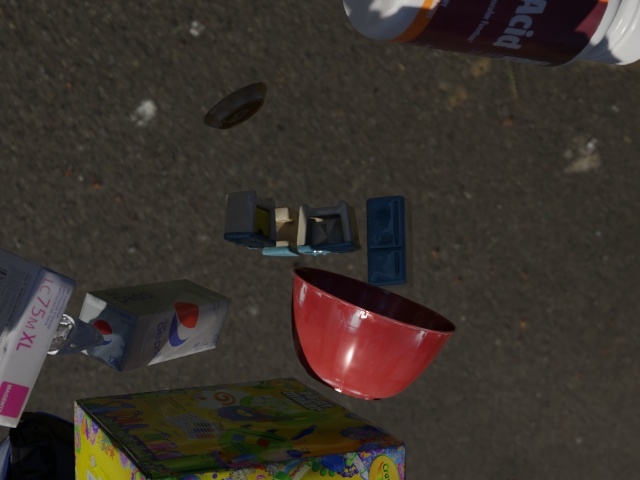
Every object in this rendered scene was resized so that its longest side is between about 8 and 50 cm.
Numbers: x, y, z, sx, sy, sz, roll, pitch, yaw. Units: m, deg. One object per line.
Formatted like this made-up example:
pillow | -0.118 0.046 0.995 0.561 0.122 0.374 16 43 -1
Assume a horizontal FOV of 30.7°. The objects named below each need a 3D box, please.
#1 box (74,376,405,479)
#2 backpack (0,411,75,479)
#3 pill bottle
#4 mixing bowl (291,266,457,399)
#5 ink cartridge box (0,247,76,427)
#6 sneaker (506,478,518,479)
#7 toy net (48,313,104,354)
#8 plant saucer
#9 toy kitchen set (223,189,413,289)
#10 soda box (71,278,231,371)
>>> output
box | -0.097 0.276 1.271 0.279 0.290 0.177 -3 99 -24
backpack | -0.335 0.386 1.489 0.277 0.263 0.213 25 135 -16
pill bottle | 0.245 -0.343 1.499 0.392 0.224 0.224 4 126 -24
mixing bowl | 0.040 0.104 1.212 0.181 0.181 0.098 14 99 -44
ink cartridge box | -0.429 0.094 1.429 0.065 0.311 0.185 27 82 -44
sneaker | 0.198 0.351 1.471 0.083 0.084 0.215 8 154 -6
toy net | -0.413 0.121 1.587 0.232 0.122 0.045 7 128 -6
plant saucer | -0.092 -0.148 1.313 0.083 0.015 0.083 -30 170 -6
toy kitchen set | 0.000 0.000 1.536 0.207 0.122 0.166 -5 169 21
soda box | -0.253 0.125 1.795 0.286 0.098 0.091 -5 116 -66
